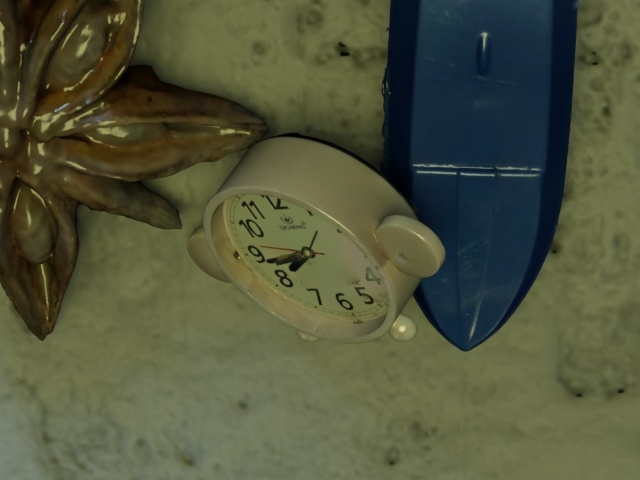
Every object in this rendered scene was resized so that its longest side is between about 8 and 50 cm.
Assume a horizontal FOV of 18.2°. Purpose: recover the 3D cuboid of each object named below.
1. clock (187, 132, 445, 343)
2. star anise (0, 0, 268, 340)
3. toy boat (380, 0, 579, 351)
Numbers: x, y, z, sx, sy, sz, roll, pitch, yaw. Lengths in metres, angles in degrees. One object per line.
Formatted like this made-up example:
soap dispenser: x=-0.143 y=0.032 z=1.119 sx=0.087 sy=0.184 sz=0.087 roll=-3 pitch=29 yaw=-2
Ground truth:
clock: x=0.000 y=0.000 z=1.373 sx=0.229 sy=0.063 sz=0.156 roll=-3 pitch=133 yaw=46
star anise: x=-0.221 y=-0.081 z=1.374 sx=0.292 sy=0.109 sz=0.349 roll=41 pitch=106 yaw=-16
toy boat: x=0.106 y=-0.054 z=1.385 sx=0.129 sy=0.088 sz=0.295 roll=2 pitch=116 yaw=2
